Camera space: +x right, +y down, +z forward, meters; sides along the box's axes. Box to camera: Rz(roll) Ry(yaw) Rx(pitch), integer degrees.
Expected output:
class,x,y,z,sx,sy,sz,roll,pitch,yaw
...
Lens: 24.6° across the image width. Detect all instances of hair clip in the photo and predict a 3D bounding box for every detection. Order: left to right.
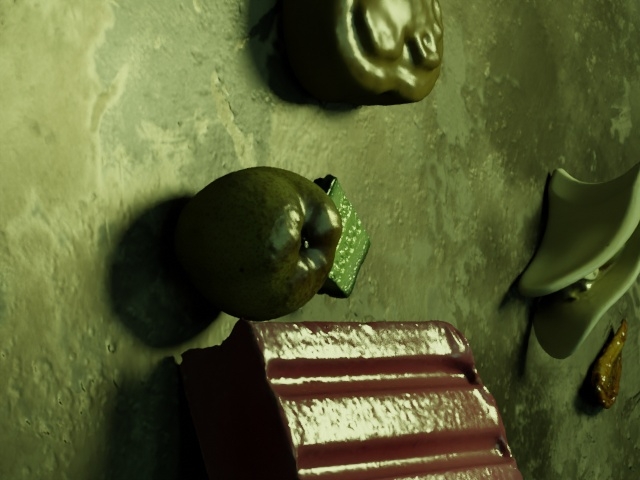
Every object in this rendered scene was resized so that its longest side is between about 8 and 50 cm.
class,x,y,z,sx,sy,sz,roll,pitch,yaw
hair clip,0.373,0.026,2.102,0.113,0.173,0.282,49,57,-29

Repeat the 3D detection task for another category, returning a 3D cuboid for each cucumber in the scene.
class,x,y,z,sx,sy,sz,roll,pitch,yaw
cucumber,0.000,0.000,1.660,0.116,0.062,0.115,61,43,-39

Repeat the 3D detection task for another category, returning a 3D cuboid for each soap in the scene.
class,x,y,z,sx,sy,sz,roll,pitch,yaw
soap,0.044,0.204,1.555,0.360,0.128,0.233,4,61,-48

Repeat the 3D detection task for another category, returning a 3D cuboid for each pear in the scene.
class,x,y,z,sx,sy,sz,roll,pitch,yaw
pear,-0.063,0.003,1.506,0.167,0.137,0.167,-20,115,-51

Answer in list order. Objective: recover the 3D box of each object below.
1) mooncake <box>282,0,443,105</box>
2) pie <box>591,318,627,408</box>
class,x,y,z,sx,sy,sz,roll,pitch,yaw
mooncake,0.058,-0.272,1.738,0.235,0.117,0.234,6,83,-52
pie,0.447,0.207,2.277,0.191,0.033,0.088,-51,133,-51
